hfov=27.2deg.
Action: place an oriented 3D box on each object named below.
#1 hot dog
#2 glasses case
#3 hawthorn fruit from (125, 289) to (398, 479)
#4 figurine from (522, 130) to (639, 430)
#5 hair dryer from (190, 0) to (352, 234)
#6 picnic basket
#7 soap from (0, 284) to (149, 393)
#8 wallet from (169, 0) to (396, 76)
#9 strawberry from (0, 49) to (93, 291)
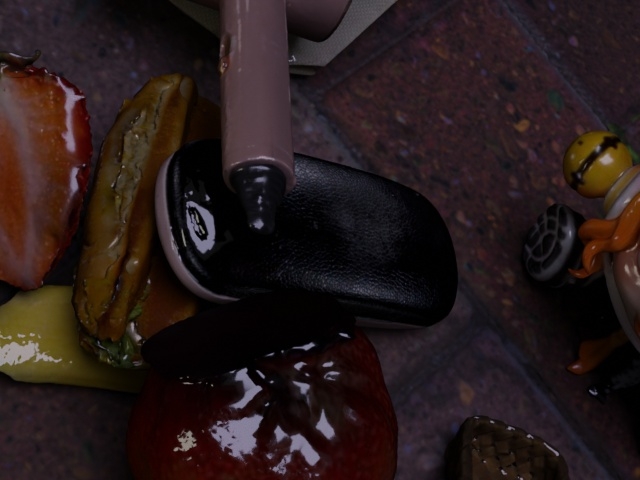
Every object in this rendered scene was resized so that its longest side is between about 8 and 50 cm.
[{"bbox_3d":[-0.127,-0.020,0.997,0.115,0.072,0.269,55,34,-38],"label":"hot dog"},{"bbox_3d":[0.000,0.000,1.028,0.314,0.075,0.122,11,62,-46],"label":"glasses case"},{"bbox_3d":[-0.040,0.155,0.920,0.189,0.251,0.190,3,42,-3],"label":"hawthorn fruit"},{"bbox_3d":[0.328,0.028,1.066,0.196,0.323,0.320,-31,85,-30],"label":"figurine"},{"bbox_3d":[-0.061,-0.143,0.972,0.189,0.107,0.344,16,45,-22],"label":"hair dryer"},{"bbox_3d":[0.146,0.230,1.029,0.110,0.055,0.193,25,36,-14],"label":"picnic basket"},{"bbox_3d":[-0.170,0.070,0.996,0.168,0.033,0.089,8,58,-22],"label":"soap"},{"bbox_3d":[-0.058,-0.304,1.169,0.335,0.068,0.275,37,67,-10],"label":"wallet"},{"bbox_3d":[-0.225,-0.052,0.983,0.146,0.082,0.187,-19,80,14],"label":"strawberry"}]
